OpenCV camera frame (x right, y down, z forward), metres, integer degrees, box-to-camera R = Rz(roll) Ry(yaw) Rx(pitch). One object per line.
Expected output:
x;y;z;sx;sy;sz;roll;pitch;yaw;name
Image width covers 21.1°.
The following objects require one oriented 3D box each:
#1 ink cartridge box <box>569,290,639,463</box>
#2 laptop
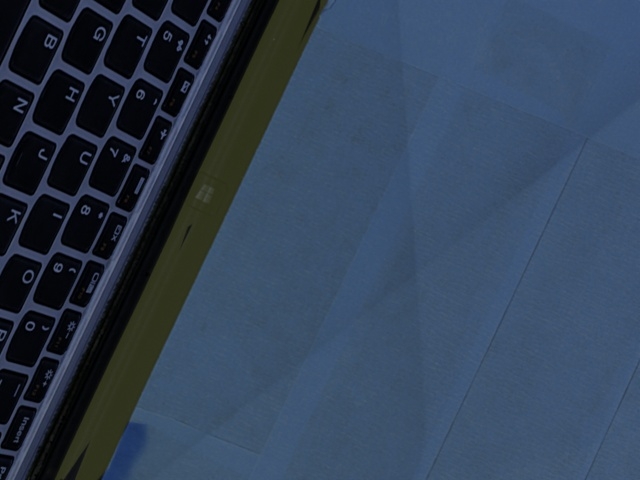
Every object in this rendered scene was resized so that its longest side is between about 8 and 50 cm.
0.283;0.075;0.789;0.371;0.069;0.176;24;89;-23;ink cartridge box
0.000;0.000;0.575;0.408;0.236;0.382;28;87;-61;laptop
